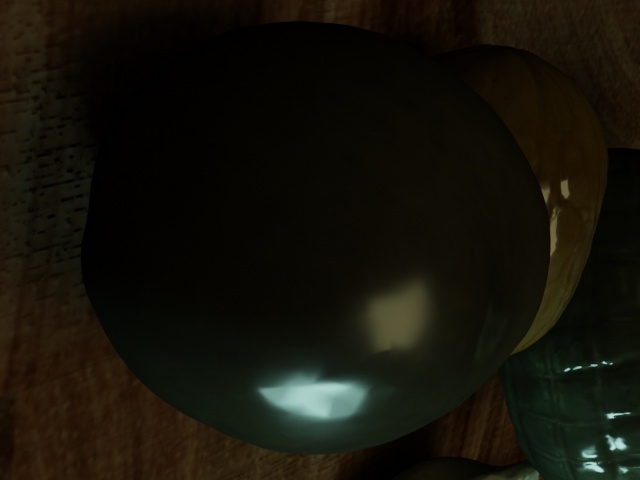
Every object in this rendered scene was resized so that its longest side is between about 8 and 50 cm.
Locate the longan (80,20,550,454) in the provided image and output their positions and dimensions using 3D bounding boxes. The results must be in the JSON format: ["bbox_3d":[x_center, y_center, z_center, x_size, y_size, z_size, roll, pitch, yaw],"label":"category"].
[{"bbox_3d":[0.000,0.000,0.640,0.248,0.248,0.248,-31,133,-39],"label":"longan"}]

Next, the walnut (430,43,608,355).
[{"bbox_3d":[0.094,-0.022,0.821,0.167,0.167,0.207,4,103,-54],"label":"walnut"}]

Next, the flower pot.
[{"bbox_3d":[0.259,0.063,0.989,0.302,0.213,0.302,-8,90,-71],"label":"flower pot"}]

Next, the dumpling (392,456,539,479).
[{"bbox_3d":[0.080,0.262,1.047,0.179,0.131,0.252,-15,145,-24],"label":"dumpling"}]
